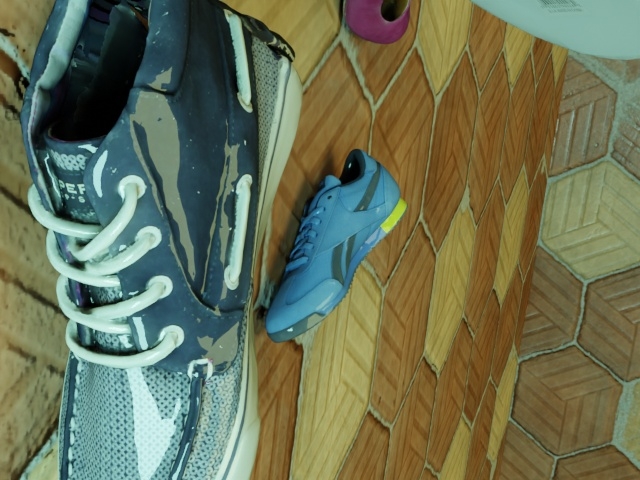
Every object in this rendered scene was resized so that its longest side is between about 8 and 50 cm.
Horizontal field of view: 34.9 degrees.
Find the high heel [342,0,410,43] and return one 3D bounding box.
[{"bbox_3d":[0.076,-0.234,0.880,0.244,0.117,0.082,55,49,-64],"label":"high heel"}]

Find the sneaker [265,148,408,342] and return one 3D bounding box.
[{"bbox_3d":[0.000,0.000,0.900,0.082,0.069,0.209,53,52,-21],"label":"sneaker"}]

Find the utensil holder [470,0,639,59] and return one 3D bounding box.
[{"bbox_3d":[0.252,-0.396,0.852,0.385,0.327,0.327,-57,159,-1],"label":"utensil holder"}]

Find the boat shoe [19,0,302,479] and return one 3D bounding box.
[{"bbox_3d":[-0.105,0.017,0.538,0.158,0.127,0.340,33,61,-62],"label":"boat shoe"}]
